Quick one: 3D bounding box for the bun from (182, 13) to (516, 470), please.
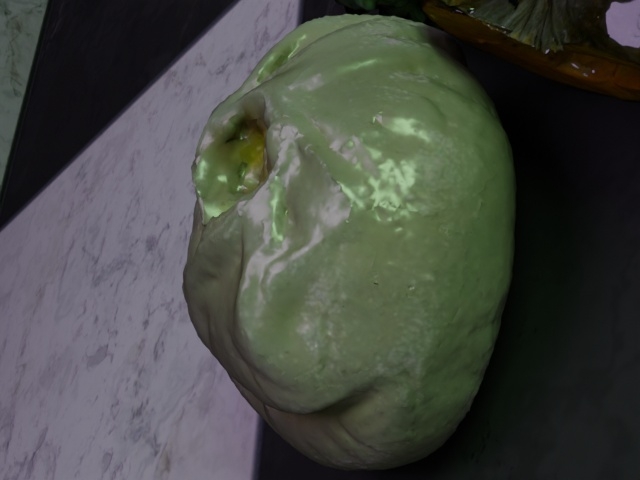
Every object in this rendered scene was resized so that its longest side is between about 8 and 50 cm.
[{"bbox_3d":[0.000,0.000,0.942,0.365,0.219,0.365,-171,90,-68],"label":"bun"}]

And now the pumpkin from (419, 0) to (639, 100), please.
[{"bbox_3d":[0.206,-0.214,0.795,0.325,0.242,0.232,29,102,57],"label":"pumpkin"}]

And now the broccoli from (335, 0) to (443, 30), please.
[{"bbox_3d":[0.057,-0.344,1.002,0.281,0.348,0.293,35,75,28],"label":"broccoli"}]
